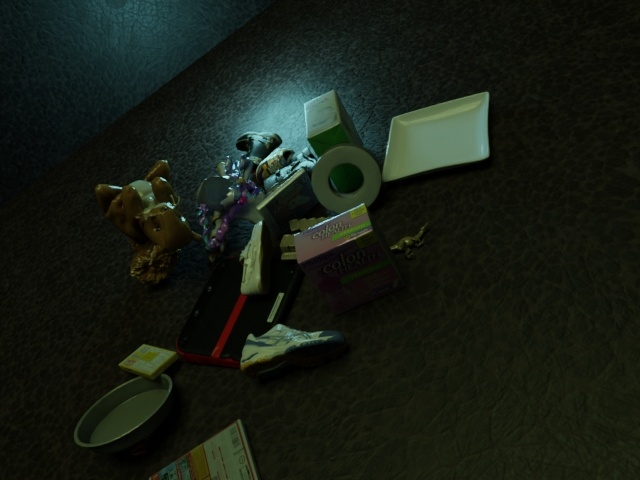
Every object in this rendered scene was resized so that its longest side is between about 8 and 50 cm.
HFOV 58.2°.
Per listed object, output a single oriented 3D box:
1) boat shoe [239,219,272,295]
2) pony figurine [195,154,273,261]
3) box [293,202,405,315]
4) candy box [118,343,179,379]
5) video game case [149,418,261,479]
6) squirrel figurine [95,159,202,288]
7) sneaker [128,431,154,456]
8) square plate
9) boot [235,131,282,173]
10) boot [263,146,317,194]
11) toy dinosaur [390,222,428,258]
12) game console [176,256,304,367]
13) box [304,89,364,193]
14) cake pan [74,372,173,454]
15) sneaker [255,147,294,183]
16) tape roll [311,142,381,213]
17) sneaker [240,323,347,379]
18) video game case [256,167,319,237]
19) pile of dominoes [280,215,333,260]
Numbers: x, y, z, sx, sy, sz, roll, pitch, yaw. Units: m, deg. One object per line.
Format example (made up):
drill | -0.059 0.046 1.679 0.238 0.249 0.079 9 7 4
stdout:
boat shoe | -0.210 0.051 1.795 0.096 0.098 0.277 -13 46 15
pony figurine | -0.314 -0.139 2.046 0.351 0.303 0.363 -48 31 37
box | 0.080 0.056 1.551 0.214 0.243 0.117 -24 40 11
candy box | -0.533 0.373 1.779 0.206 0.027 0.105 0 34 46
video game case | -0.290 0.599 1.421 0.285 0.025 0.204 -33 39 1
squirrel figurine | -0.572 -0.034 2.044 0.281 0.397 0.370 -23 41 -34
sneaker | -0.487 0.551 1.603 0.042 0.067 0.118 -1 19 37
square plate | 0.385 -0.332 1.892 0.347 0.049 0.344 -10 44 26
boot | -0.285 -0.357 2.356 0.236 0.085 0.178 2 53 35
boot | -0.096 -0.212 2.090 0.229 0.091 0.263 -36 35 6
toy dinosaur | 0.239 0.015 1.649 0.183 0.053 0.092 -24 24 1
game console | -0.245 0.211 1.777 0.342 0.060 0.386 1 51 28
box | 0.060 -0.335 1.953 0.127 0.262 0.231 -23 41 14
cake pan | -0.543 0.488 1.620 0.293 0.054 0.293 -20 20 8
sneaker | -0.176 -0.294 2.226 0.084 0.069 0.185 7 55 46
tape roll | 0.083 -0.195 1.820 0.219 0.219 0.072 -26 14 10
sneaker | -0.077 0.268 1.530 0.296 0.112 0.131 -14 44 11
video game case | -0.104 -0.121 1.911 0.201 0.183 0.023 -42 58 -10
pile of dominoes | 0.000 0.000 1.829 0.251 0.040 0.196 -3 41 17
